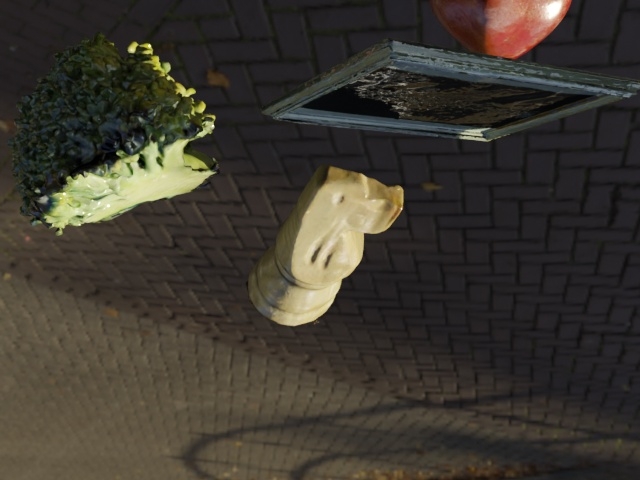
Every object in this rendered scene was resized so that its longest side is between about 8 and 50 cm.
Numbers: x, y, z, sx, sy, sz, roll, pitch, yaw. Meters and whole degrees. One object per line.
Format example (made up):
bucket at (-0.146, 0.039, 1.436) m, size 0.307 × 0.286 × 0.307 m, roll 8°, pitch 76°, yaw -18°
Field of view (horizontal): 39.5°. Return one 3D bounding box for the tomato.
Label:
tomato at (0.216, -0.306, 1.109) m, size 0.187 × 0.151 × 0.187 m, roll -4°, pitch 158°, yaw -2°

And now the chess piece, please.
chess piece at (0.000, 0.000, 1.196) m, size 0.137 × 0.137 × 0.301 m, roll 12°, pitch 148°, yaw -13°

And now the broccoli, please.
broccoli at (-0.244, -0.132, 1.036) m, size 0.242 × 0.180 × 0.273 m, roll -34°, pitch 171°, yaw 31°

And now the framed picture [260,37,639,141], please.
framed picture at (0.122, -0.132, 0.849) m, size 0.293 × 0.018 × 0.231 m, roll 1°, pitch 173°, yaw -29°
